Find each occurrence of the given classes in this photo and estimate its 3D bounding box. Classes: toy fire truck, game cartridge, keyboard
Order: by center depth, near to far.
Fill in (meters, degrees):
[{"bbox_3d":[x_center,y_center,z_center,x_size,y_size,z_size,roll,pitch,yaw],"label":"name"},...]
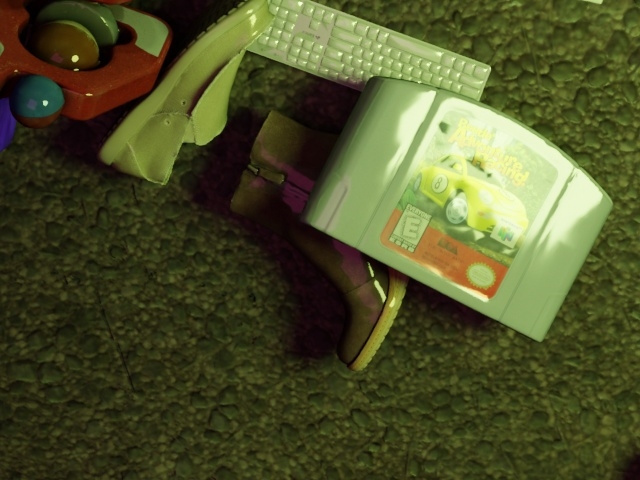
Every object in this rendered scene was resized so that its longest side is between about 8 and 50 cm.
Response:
[{"bbox_3d":[-0.307,-0.205,1.496,0.302,0.254,0.169,21,128,-5],"label":"toy fire truck"},{"bbox_3d":[0.149,-0.041,1.575,0.294,0.060,0.196,26,88,-13],"label":"game cartridge"},{"bbox_3d":[0.047,-0.193,1.602,0.256,0.014,0.072,20,111,0],"label":"keyboard"}]

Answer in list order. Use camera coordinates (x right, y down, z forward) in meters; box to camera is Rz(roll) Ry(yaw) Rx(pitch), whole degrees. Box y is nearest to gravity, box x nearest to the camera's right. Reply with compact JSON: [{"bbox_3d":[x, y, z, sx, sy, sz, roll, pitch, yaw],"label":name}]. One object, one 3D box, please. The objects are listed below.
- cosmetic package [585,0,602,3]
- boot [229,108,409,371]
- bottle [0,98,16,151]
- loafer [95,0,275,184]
[{"bbox_3d":[0.200,-0.434,1.421,0.217,0.156,0.385,9,109,3],"label":"cosmetic package"},{"bbox_3d":[0.000,0.000,1.639,0.207,0.090,0.248,19,103,1],"label":"boot"},{"bbox_3d":[-0.470,-0.168,1.641,0.283,0.092,0.118,12,111,4],"label":"bottle"},{"bbox_3d":[-0.128,-0.158,1.598,0.092,0.102,0.268,38,122,-15],"label":"loafer"}]
